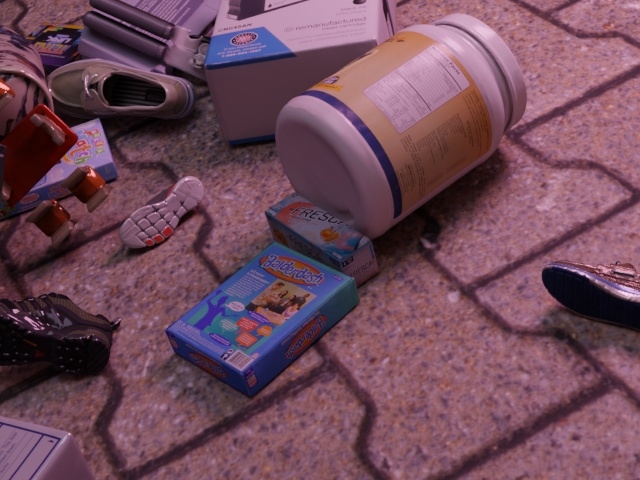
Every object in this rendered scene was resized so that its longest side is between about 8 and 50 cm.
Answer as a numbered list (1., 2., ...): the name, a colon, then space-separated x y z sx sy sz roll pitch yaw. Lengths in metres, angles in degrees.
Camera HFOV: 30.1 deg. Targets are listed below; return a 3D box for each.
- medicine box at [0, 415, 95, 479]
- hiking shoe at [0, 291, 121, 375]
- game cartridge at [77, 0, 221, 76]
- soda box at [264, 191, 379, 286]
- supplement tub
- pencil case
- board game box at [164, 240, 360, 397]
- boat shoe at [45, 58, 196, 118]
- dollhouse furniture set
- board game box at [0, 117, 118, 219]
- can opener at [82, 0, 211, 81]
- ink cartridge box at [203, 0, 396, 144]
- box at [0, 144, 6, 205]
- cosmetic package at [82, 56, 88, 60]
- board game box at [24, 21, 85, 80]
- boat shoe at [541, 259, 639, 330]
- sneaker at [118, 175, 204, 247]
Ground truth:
1. medicine box: -0.437 0.332 1.342 0.289 0.149 0.263 7 43 28
2. hiking shoe: -0.392 0.117 1.628 0.227 0.086 0.114 16 25 -4
3. game cartridge: -0.318 -0.408 2.232 0.196 0.060 0.294 30 49 3
4. soda box: 0.000 0.000 1.669 0.058 0.063 0.183 -35 41 -22
5. supplement tub: 0.118 -0.168 1.702 0.316 0.228 0.228 -35 42 -23
6. pencil case: -0.554 -0.253 2.047 0.160 0.183 0.410 21 13 -23
7. board game box: -0.076 0.100 1.585 0.160 0.047 0.210 25 54 41
8. boat shoe: -0.364 -0.267 2.074 0.302 0.109 0.094 5 -1 23
9. dollhouse furniture set: -0.489 -0.094 1.829 0.259 0.262 0.135 -44 9 3
10. board game box: -0.456 -0.123 2.004 0.212 0.039 0.160 -20 37 -7
11. can opener: -0.288 -0.363 2.137 0.280 0.074 0.093 23 15 -1
12. ink cartridge box: -0.023 -0.354 2.034 0.286 0.166 0.394 -7 38 10
13. box: -0.571 0.017 1.696 0.232 0.058 0.321 1 85 21
14. cosmetic package: -0.388 -0.344 2.253 0.115 0.041 0.060 16 46 34
15. board game box: -0.515 -0.366 2.321 0.170 0.048 0.141 11 44 30
16. boat shoe: 0.365 0.063 1.469 0.183 0.066 0.066 23 47 27
17. sneaker: -0.248 -0.039 1.828 0.158 0.061 0.065 -37 16 -26
